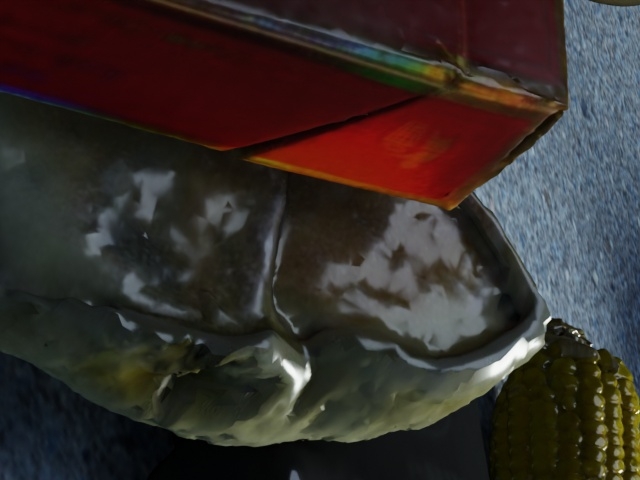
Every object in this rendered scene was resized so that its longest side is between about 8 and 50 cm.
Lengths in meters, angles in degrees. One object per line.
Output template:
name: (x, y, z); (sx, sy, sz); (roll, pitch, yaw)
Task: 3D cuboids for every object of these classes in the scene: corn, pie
corn: (0.148, 0.169, 1.122); (0.097, 0.097, 0.262); (39, 46, -54)
pie: (-0.036, -0.082, 0.736); (0.337, 0.075, 0.337); (11, 64, -23)

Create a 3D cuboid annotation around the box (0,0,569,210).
box: (-0.070, -0.145, 0.643); (0.313, 0.089, 0.197); (14, 59, -24)

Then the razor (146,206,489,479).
razor: (-0.001, 0.000, 0.860); (0.204, 0.113, 0.349); (30, 51, -51)

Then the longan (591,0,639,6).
longan: (0.219, -0.266, 1.411); (0.204, 0.159, 0.185); (-57, 129, -79)
